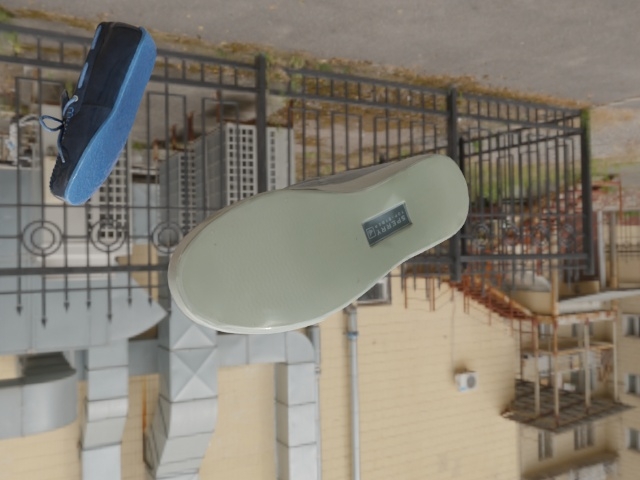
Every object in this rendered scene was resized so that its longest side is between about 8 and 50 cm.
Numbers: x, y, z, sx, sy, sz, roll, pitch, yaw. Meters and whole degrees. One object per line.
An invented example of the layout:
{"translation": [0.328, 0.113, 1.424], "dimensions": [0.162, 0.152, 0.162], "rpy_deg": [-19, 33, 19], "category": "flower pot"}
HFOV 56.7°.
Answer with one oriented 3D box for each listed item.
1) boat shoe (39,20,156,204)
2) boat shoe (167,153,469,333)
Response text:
{"translation": [-0.310, -0.175, 0.811], "dimensions": [0.089, 0.258, 0.109], "rpy_deg": [21, 167, 3], "category": "boat shoe"}
{"translation": [0.000, -0.001, 0.385], "dimensions": [0.227, 0.079, 0.081], "rpy_deg": [-21, -173, -36], "category": "boat shoe"}
